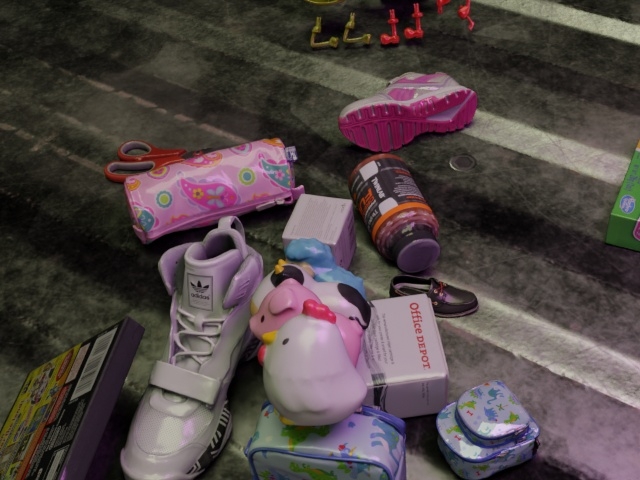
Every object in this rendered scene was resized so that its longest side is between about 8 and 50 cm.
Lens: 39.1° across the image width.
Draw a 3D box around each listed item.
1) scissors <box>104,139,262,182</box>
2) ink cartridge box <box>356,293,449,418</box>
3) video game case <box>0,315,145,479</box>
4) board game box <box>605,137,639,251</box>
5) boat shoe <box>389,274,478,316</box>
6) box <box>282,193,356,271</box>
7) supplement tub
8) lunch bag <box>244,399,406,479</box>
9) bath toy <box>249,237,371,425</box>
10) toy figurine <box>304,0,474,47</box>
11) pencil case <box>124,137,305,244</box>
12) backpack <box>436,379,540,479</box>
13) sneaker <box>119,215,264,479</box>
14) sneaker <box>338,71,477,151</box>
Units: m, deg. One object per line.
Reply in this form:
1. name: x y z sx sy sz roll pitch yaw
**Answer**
1. scissors: -0.239 -0.143 1.622 0.297 0.021 0.109 1 43 6
2. ink cartridge box: 0.059 0.165 1.228 0.208 0.087 0.153 -7 44 1
3. video game case: -0.344 0.247 1.131 0.248 0.035 0.275 -28 33 37
4. board game box: 0.630 -0.055 1.392 0.316 0.064 0.242 16 49 21
5. boat shoe: 0.167 0.080 1.333 0.133 0.042 0.049 8 45 13
6. box: 0.000 0.000 1.389 0.087 0.101 0.102 9 47 16
7. supplement tub: 0.119 -0.041 1.413 0.106 0.106 0.198 -15 45 -8
8. lunch bag: 0.009 0.271 1.036 0.176 0.219 0.090 4 46 13
9. bath toy: -0.015 0.093 1.053 0.151 0.129 0.348 -1 14 2
10. toy figurine: 0.146 -0.516 1.897 0.362 0.191 0.217 -8 14 9
11. pencil case: -0.175 -0.082 1.481 0.284 0.124 0.124 -15 46 -10
12. backpack: 0.206 0.238 1.141 0.114 0.084 0.105 -23 45 -12
13. sneaker: -0.171 0.138 1.196 0.137 0.210 0.366 12 48 18
14. sneaker: 0.146 -0.238 1.618 0.252 0.103 0.111 -12 41 -14
